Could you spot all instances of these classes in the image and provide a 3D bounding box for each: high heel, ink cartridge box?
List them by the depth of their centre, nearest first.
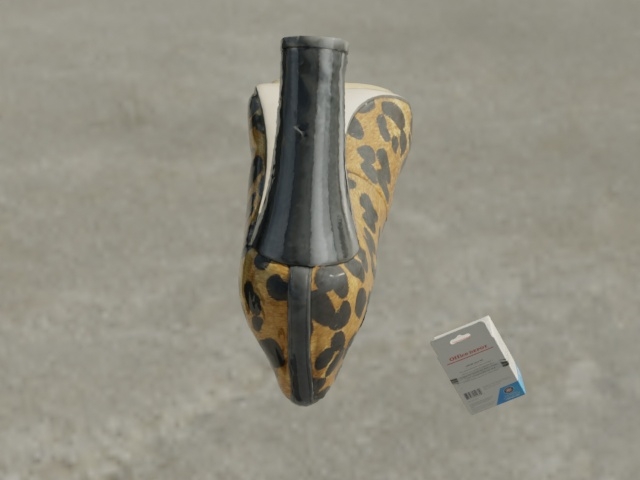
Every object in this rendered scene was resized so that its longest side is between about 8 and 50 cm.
[{"bbox_3d":[0.000,0.000,0.991,0.093,0.186,0.261,2,-5,7],"label":"high heel"},{"bbox_3d":[0.120,0.091,1.364,0.048,0.083,0.028,-23,33,12],"label":"ink cartridge box"}]
